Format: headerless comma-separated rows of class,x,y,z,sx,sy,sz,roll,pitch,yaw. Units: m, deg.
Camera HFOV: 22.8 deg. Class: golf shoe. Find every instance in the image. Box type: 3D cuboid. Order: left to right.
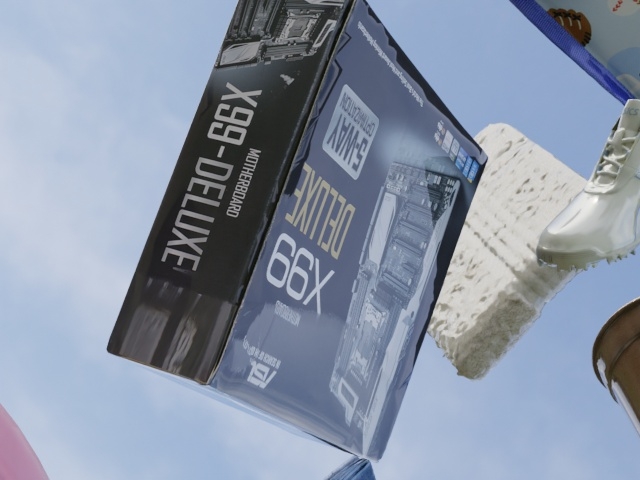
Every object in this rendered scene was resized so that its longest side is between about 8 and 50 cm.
golf shoe,0.197,-0.047,1.031,0.069,0.176,0.086,12,-50,51

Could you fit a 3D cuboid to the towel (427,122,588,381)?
towel,0.144,0.003,1.353,0.049,0.187,0.282,39,6,-22

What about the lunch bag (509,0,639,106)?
lunch bag,0.278,-0.312,1.315,0.328,0.239,0.385,-40,-59,15

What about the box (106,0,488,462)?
box,0.000,0.000,1.028,0.076,0.242,0.307,16,-10,24

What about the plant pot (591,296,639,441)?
plant pot,0.392,0.166,1.700,0.165,0.167,0.167,-102,-165,-50

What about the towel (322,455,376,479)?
towel,0.011,0.262,1.517,0.029,0.119,0.067,8,-56,42

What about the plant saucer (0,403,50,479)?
plant saucer,-0.255,0.118,0.540,0.332,0.084,0.332,3,-48,4
